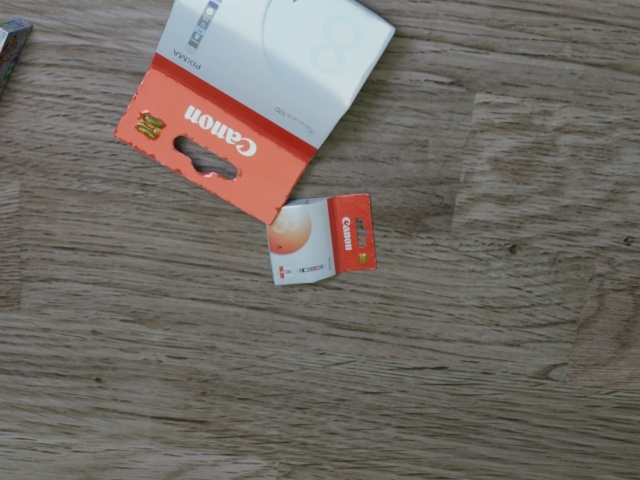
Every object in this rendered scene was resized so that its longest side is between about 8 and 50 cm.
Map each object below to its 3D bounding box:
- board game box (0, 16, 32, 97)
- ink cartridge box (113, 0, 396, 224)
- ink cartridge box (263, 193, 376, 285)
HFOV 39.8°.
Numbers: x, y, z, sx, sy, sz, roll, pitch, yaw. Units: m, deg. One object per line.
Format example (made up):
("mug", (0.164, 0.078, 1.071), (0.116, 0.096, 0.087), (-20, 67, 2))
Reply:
("board game box", (-0.518, -0.276, 1.407), (0.026, 0.103, 0.154), (29, 110, -7))
("ink cartridge box", (-0.113, -0.248, 1.380), (0.308, 0.091, 0.385), (30, 102, -8))
("ink cartridge box", (0.000, 0.000, 1.510), (0.179, 0.045, 0.145), (-4, 111, 8))
